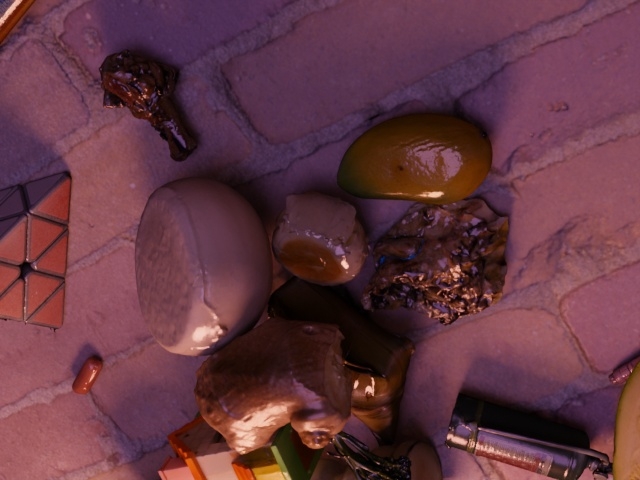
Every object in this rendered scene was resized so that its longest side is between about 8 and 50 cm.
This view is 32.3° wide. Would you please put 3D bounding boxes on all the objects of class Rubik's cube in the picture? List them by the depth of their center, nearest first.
[{"bbox_3d":[-0.550,0.026,1.898,0.228,0.233,0.229,-1,163,-21],"label":"Rubik's cube"}]

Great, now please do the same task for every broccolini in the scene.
[{"bbox_3d":[0.059,0.298,1.709,0.123,0.062,0.271,-23,96,28],"label":"broccolini"}]

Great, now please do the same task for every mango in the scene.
[{"bbox_3d":[0.137,-0.123,1.645,0.238,0.091,0.137,4,108,16],"label":"mango"}]

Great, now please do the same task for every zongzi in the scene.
[{"bbox_3d":[0.027,0.206,1.838,0.260,0.123,0.289,34,152,21],"label":"zongzi"}]

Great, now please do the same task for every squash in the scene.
[{"bbox_3d":[0.492,0.306,1.686,0.203,0.111,0.288,-35,118,-7],"label":"squash"}]

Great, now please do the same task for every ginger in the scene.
[{"bbox_3d":[-0.063,0.229,1.664,0.221,0.130,0.275,47,116,16],"label":"ginger"}]

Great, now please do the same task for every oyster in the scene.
[{"bbox_3d":[0.183,0.033,1.709,0.214,0.083,0.222,13,110,9],"label":"oyster"}]

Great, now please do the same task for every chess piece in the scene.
[{"bbox_3d":[0.032,0.441,1.896,0.330,0.182,0.182,-10,110,28],"label":"chess piece"}]

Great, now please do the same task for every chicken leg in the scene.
[{"bbox_3d":[-0.264,-0.220,1.743,0.196,0.080,0.125,36,129,-9],"label":"chicken leg"}]

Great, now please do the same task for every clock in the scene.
[{"bbox_3d":[-0.131,0.347,1.866,0.255,0.220,0.106,-15,110,24],"label":"clock"}]

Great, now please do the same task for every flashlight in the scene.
[{"bbox_3d":[0.495,0.193,1.706,0.031,0.052,0.110,20,135,-37],"label":"flashlight"}]

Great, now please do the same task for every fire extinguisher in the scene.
[{"bbox_3d":[0.351,0.332,1.777,0.295,0.093,0.118,16,152,10],"label":"fire extinguisher"}]

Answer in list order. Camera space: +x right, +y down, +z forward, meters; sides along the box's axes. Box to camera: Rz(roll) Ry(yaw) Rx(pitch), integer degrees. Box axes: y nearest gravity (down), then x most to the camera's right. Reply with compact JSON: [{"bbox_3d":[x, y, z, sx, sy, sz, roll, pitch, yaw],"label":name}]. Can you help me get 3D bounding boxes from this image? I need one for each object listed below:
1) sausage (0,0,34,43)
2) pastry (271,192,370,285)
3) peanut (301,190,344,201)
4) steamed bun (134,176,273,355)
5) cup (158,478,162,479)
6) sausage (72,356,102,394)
[{"bbox_3d":[-0.507,-0.368,1.746,0.082,0.082,0.371,46,118,-6],"label":"sausage"},{"bbox_3d":[0.000,0.000,1.721,0.166,0.088,0.165,14,146,10],"label":"pastry"},{"bbox_3d":[0.006,-0.056,1.746,0.083,0.037,0.037,14,117,1],"label":"peanut"},{"bbox_3d":[-0.172,0.039,1.740,0.283,0.177,0.282,15,107,58],"label":"steamed bun"},{"bbox_3d":[-0.200,0.554,1.934,0.274,0.259,0.357,52,142,-6],"label":"cup"},{"bbox_3d":[-0.427,0.248,2.020,0.034,0.034,0.083,33,118,1],"label":"sausage"}]
